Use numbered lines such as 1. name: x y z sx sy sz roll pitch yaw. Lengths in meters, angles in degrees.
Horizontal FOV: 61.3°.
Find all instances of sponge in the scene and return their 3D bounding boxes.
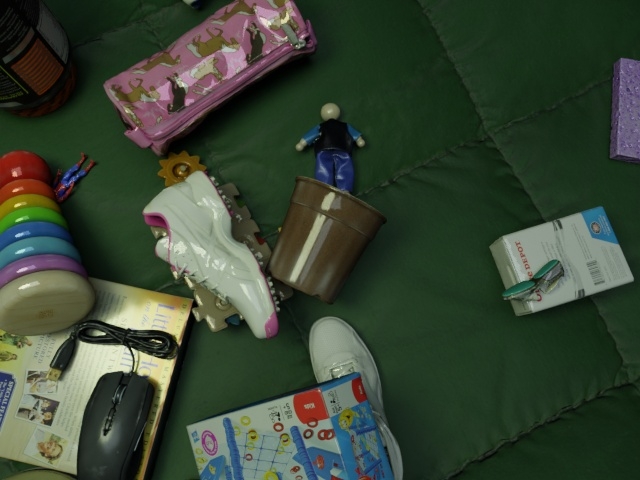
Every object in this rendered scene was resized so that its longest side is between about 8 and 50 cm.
1. sponge: 0.628 -0.249 1.046 0.117 0.031 0.210 10 77 0

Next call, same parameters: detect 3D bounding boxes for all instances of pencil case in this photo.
1. pencil case: -0.193 -0.309 0.968 0.386 0.167 0.160 -36 102 -8

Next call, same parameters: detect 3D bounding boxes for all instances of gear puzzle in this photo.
1. gear puzzle: -0.199 -0.010 0.949 0.175 0.044 0.339 -24 77 -27

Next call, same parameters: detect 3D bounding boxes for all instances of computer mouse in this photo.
1. computer mouse: -0.344 0.247 0.822 0.184 0.060 0.262 16 77 1

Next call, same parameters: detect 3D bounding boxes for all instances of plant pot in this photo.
1. plant pot: -0.001 0.006 0.881 0.167 0.167 0.165 25 85 4

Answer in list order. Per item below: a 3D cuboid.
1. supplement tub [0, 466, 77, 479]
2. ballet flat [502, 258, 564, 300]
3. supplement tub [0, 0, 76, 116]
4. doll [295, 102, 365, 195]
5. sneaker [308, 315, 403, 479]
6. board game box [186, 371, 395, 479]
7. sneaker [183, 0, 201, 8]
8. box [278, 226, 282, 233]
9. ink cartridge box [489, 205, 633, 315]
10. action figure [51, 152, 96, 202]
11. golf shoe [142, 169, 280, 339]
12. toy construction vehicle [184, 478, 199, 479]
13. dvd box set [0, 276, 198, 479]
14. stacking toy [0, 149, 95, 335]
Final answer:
1. supplement tub: -0.431 0.444 0.704 0.236 0.325 0.235 0 77 -2
2. ballet flat: 0.351 0.075 0.879 0.114 0.041 0.041 -32 80 -6
3. supplement tub: -0.545 -0.347 0.872 0.207 0.338 0.207 0 77 -2
4. doll: 0.018 -0.168 1.000 0.129 0.046 0.189 0 78 -3
5. sneaker: 0.058 0.251 0.845 0.108 0.169 0.292 -20 77 -4
6. board game box: -0.033 0.373 0.761 0.308 0.086 0.301 -28 75 37
7. sneaker: -0.161 -0.559 1.067 0.296 0.112 0.131 -28 97 -6
8. box: 0.000 0.000 0.972 0.136 0.028 0.081 -15 78 -8
9. ink cartridge box: 0.418 0.038 0.948 0.191 0.082 0.139 -17 78 -3
10. action figure: -0.460 -0.108 0.981 0.038 0.030 0.115 36 81 2
11. golf shoe: -0.174 0.037 0.858 0.140 0.115 0.306 -26 70 -19
12. toy construction vehicle: -0.237 0.434 0.866 0.086 0.035 0.098 2 80 -13
13. dvd box set: -0.446 0.201 0.894 0.421 0.062 0.307 12 77 1
14. stacking toy: -0.469 -0.017 0.870 0.141 0.141 0.330 -25 60 -7
